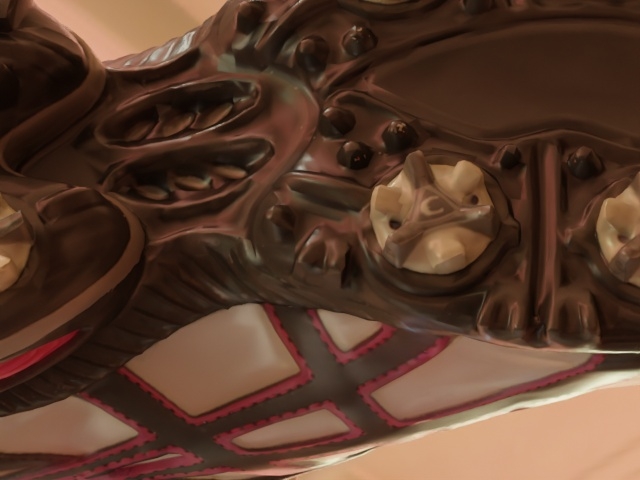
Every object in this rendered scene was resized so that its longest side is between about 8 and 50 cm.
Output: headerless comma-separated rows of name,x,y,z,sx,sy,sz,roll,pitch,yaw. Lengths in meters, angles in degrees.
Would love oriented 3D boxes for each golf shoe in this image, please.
golf shoe,0.000,0.000,0.389,0.272,0.105,0.120,-4,-32,2
